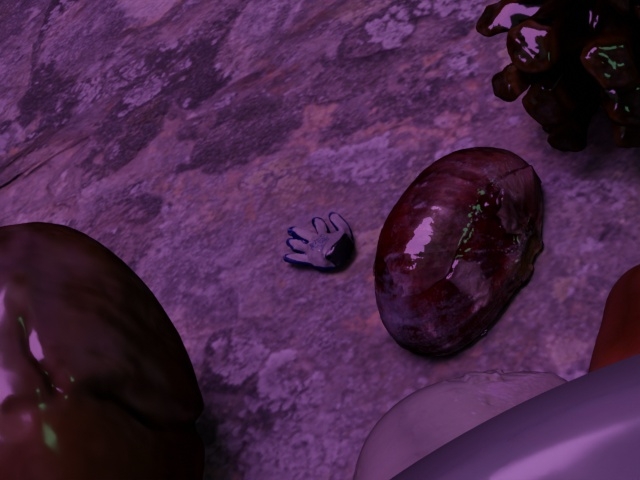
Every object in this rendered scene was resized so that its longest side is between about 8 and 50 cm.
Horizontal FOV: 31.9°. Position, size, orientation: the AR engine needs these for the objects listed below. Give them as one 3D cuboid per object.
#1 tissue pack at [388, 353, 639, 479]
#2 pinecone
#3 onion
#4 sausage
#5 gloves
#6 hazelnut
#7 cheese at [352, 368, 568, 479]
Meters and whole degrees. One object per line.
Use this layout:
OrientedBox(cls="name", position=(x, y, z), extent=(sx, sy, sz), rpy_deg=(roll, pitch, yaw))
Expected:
OrientedBox(cls="tissue pack", position=(0.165, 0.168, 0.505), extent=(0.333, 0.236, 0.229), rpy_deg=(-26, 81, 17))
OrientedBox(cls="pinecone", position=(0.232, -0.180, 0.949), extent=(0.202, 0.229, 0.201), rpy_deg=(-39, -2, -29))
OrientedBox(cls="onion", position=(0.102, -0.006, 0.963), extent=(0.151, 0.098, 0.206), rpy_deg=(1, 53, 35))
OrientedBox(cls="sausage", position=(0.230, 0.071, 0.777), extent=(0.077, 0.077, 0.194), rpy_deg=(-13, 16, 26))
OrientedBox(cls="gloves", position=(0.000, 0.000, 1.089), extent=(0.086, 0.026, 0.064), rpy_deg=(9, 56, 47))
OrientedBox(cls="hazelnut", position=(-0.240, 0.169, 0.871), extent=(0.315, 0.372, 0.372), rpy_deg=(-1, 37, -17))
OrientedBox(cls="cheese", position=(0.112, 0.173, 0.731), extent=(0.154, 0.189, 0.198), rpy_deg=(-64, 33, 21))
